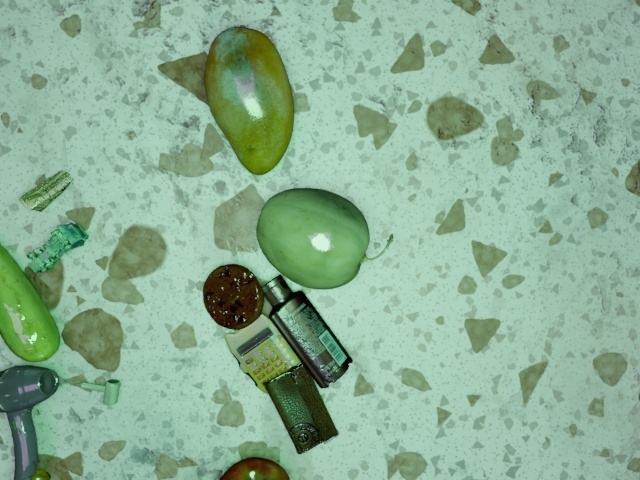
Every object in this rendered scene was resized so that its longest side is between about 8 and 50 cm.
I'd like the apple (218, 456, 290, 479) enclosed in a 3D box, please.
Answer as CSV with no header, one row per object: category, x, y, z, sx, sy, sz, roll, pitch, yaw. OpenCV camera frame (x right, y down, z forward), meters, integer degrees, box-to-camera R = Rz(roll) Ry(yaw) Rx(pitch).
apple,-0.180,0.711,1.078,0.230,0.230,0.229,0,91,-3

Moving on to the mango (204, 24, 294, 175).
mango,-0.183,-0.363,1.071,0.222,0.199,0.383,-9,104,-10

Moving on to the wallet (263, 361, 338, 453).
wallet,-0.054,0.477,1.150,0.133,0.039,0.243,-24,100,-7

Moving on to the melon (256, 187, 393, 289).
melon,-0.014,-0.008,1.053,0.272,0.272,0.308,-44,75,-2

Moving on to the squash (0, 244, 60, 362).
squash,-0.820,0.156,1.080,0.118,0.118,0.370,-29,91,-2

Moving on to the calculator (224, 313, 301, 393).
calculator,-0.156,0.327,1.159,0.157,0.033,0.236,-34,95,-3

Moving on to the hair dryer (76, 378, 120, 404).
hair dryer,-0.626,0.417,1.136,0.125,0.038,0.063,8,91,3

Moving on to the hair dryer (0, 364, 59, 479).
hair dryer,-0.834,0.524,1.073,0.301,0.121,0.360,-13,84,6

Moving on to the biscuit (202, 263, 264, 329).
biscuit,-0.239,0.155,1.118,0.192,0.049,0.191,2,95,25

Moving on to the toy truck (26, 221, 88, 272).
toy truck,-0.718,0.024,1.114,0.175,0.081,0.067,-38,92,17

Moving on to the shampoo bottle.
shampoo bottle,-0.048,0.245,1.131,0.129,0.084,0.323,-38,93,-27

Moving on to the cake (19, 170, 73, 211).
cake,-0.751,-0.136,1.126,0.051,0.055,0.140,46,71,-1

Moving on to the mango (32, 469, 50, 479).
mango,-0.825,0.719,1.108,0.098,0.075,0.190,32,82,-24
